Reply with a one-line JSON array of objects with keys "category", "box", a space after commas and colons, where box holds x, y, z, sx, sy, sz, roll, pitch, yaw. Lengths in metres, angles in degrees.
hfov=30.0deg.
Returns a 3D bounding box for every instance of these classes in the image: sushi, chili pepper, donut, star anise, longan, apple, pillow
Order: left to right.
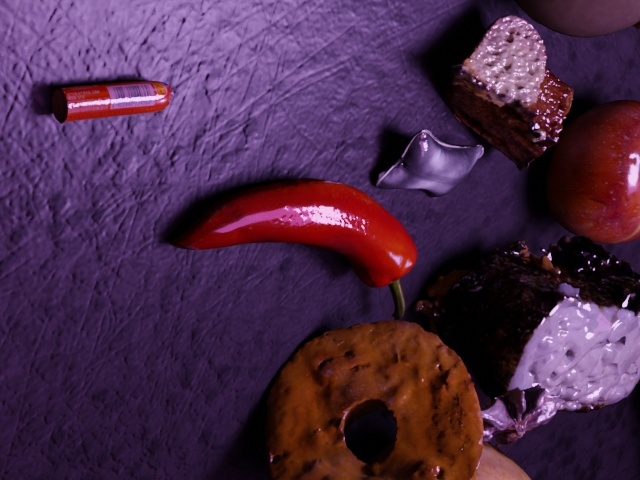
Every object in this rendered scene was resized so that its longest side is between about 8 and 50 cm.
[{"category": "chili pepper", "box": [0.000, -0.006, 1.371, 0.368, 0.092, 0.137, 21, 113, -40]}, {"category": "donut", "box": [0.066, 0.240, 1.417, 0.277, 0.277, 0.108, -47, 148, -16]}, {"category": "pillow", "box": [0.135, -0.091, 1.466, 0.135, 0.055, 0.091, 13, 103, -44]}, {"category": "star anise", "box": [0.225, 0.216, 1.458, 0.124, 0.056, 0.129, -39, 147, 22]}, {"category": "donut", "box": [0.231, -0.186, 1.478, 0.186, 0.144, 0.126, 37, 74, -16]}, {"category": "sushi", "box": [0.318, 0.104, 1.621, 0.348, 0.207, 0.234, 13, 110, -45]}, {"category": "longan", "box": [0.325, -0.342, 1.433, 0.198, 0.198, 0.212, 49, 57, -45]}, {"category": "apple", "box": [0.398, -0.095, 1.646, 0.201, 0.162, 0.201, -12, 107, -45]}]

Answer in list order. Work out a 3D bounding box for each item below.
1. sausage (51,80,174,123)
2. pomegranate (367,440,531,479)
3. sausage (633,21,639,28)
[{"category": "sausage", "box": [-0.194, -0.136, 1.147, 0.129, 0.034, 0.034, -13, 118, -40]}, {"category": "pomegranate", "box": [0.154, 0.397, 1.555, 0.322, 0.322, 0.322, -20, 122, -36]}, {"category": "sausage", "box": [0.558, -0.406, 1.591, 0.233, 0.233, 0.287, -11, 118, -40]}]
